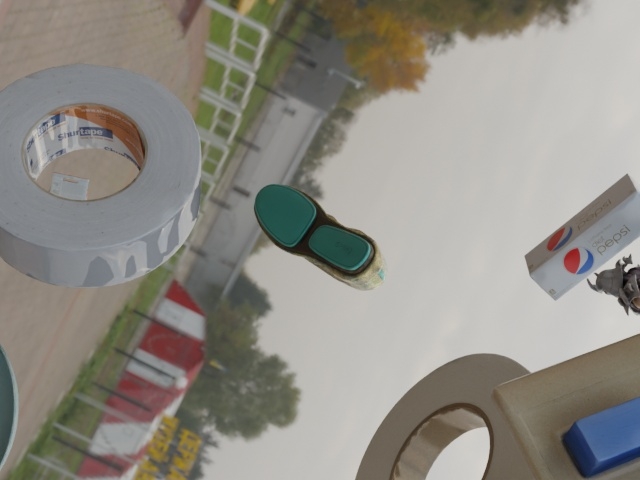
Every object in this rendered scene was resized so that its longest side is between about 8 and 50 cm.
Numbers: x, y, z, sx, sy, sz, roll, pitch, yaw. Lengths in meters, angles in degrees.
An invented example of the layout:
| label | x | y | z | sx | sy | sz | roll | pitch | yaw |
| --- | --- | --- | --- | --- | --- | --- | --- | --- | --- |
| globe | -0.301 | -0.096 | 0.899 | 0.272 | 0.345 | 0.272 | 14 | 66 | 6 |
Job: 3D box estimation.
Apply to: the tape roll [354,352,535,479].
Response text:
| label | x | y | z | sx | sy | sz | roll | pitch | yaw |
| --- | --- | --- | --- | --- | --- | --- | --- | --- | --- |
| tape roll | 0.199 | 0.349 | 1.415 | 0.392 | 0.072 | 0.392 | -41 | -153 | 26 |

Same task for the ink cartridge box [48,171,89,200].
| label | x | y | z | sx | sy | sz | roll | pitch | yaw |
| --- | --- | --- | --- | --- | --- | --- | --- | --- | --- |
| ink cartridge box | -0.425 | -0.068 | 1.600 | 0.029 | 0.063 | 0.115 | -96 | -158 | -54 |

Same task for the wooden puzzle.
| label | x | y | z | sx | sy | sz | roll | pitch | yaw |
| --- | --- | --- | --- | --- | --- | --- | --- | --- | --- |
| wooden puzzle | 0.389 | 0.229 | 0.956 | 0.080 | 0.322 | 0.348 | 90 | -22 | -53 |

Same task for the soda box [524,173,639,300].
| label | x | y | z | sx | sy | sz | roll | pitch | yaw |
| --- | --- | --- | --- | --- | --- | --- | --- | --- | --- |
| soda box | 0.430 | -0.004 | 1.517 | 0.216 | 0.069 | 0.074 | -43 | -164 | 22 |

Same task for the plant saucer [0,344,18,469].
| label | x | y | z | sx | sy | sz | roll | pitch | yaw |
| --- | --- | --- | --- | --- | --- | --- | --- | --- | --- |
| plant saucer | -0.609 | 0.283 | 1.568 | 0.317 | 0.318 | 0.044 | -62 | 152 | 4 |

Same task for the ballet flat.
| label | x | y | z | sx | sy | sz | roll | pitch | yaw |
| --- | --- | --- | --- | --- | --- | --- | --- | --- | --- |
| ballet flat | 0.000 | 0.000 | 1.844 | 0.348 | 0.123 | 0.123 | 32 | -84 | 42 |

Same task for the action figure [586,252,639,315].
| label | x | y | z | sx | sy | sz | roll | pitch | yaw |
| --- | --- | --- | --- | --- | --- | --- | --- | --- | --- |
| action figure | 0.522 | 0.103 | 1.375 | 0.185 | 0.285 | 0.099 | -64 | 170 | -55 |

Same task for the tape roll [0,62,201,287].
| label | x | y | z | sx | sy | sz | roll | pitch | yaw |
| --- | --- | --- | --- | --- | --- | --- | --- | --- | --- |
| tape roll | -0.224 | -0.065 | 0.917 | 0.072 | 0.219 | 0.219 | 105 | 8 | -58 |
